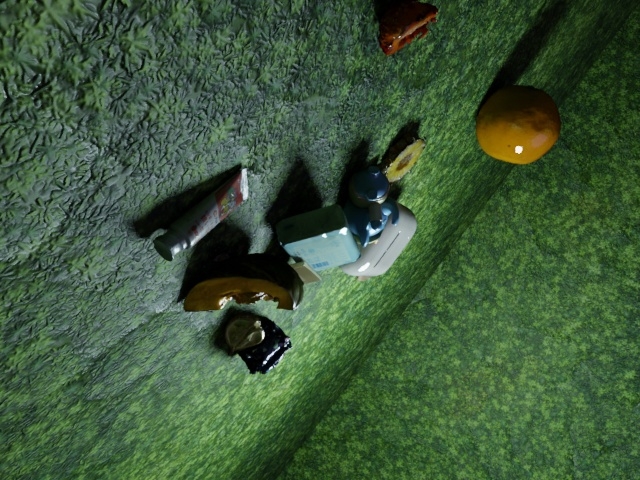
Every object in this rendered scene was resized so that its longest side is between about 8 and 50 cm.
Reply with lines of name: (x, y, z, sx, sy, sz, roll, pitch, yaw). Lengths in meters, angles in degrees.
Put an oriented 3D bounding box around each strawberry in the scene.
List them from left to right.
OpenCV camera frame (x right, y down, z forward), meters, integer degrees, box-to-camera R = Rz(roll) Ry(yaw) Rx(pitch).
strawberry: (0.180, -0.469, 1.173, 0.121, 0.082, 0.188, -43, 179, 41)

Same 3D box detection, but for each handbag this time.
handbag: (-0.171, 0.327, 1.659, 0.162, 0.113, 0.260, -44, -176, -14)

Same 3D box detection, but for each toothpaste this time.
toothpaste: (-0.222, -0.051, 1.068, 0.234, 0.057, 0.089, -47, 158, -34)

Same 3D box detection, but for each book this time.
book: (-0.085, 0.101, 1.539, 0.139, 0.016, 0.198, -14, 161, 9)

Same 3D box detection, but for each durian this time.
durian: (-0.217, 0.261, 1.539, 0.140, 0.111, 0.071, -55, -177, 12)

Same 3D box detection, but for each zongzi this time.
zongzi: (0.152, -0.191, 1.636, 0.076, 0.040, 0.083, -29, 168, -32)

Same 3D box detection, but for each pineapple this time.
pineapple: (0.253, -0.253, 1.725, 0.221, 0.047, 0.221, -39, 158, -19)

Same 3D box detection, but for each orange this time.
orange: (0.748, -0.439, 2.076, 0.312, 0.312, 0.312, -43, 158, -22)

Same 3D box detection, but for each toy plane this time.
toy plane: (-0.215, 0.028, 1.235, 0.121, 0.031, 0.049, -23, 151, -48)

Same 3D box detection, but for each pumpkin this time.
pumpkin: (-0.178, 0.072, 1.289, 0.279, 0.163, 0.111, -1, 130, -4)

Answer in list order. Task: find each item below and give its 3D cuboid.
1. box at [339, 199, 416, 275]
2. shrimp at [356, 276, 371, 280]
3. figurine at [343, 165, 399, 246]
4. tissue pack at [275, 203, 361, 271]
box: (0.197, -0.005, 1.881, 0.288, 0.141, 0.349, -54, 159, 10)
shrimp: (0.221, 0.099, 2.245, 0.152, 0.046, 0.219, -55, 159, 19)
figurine: (0.135, -0.089, 1.581, 0.154, 0.179, 0.262, -23, 159, -16)
tissue pack: (0.000, 0.000, 1.466, 0.177, 0.089, 0.263, -16, 157, 7)
